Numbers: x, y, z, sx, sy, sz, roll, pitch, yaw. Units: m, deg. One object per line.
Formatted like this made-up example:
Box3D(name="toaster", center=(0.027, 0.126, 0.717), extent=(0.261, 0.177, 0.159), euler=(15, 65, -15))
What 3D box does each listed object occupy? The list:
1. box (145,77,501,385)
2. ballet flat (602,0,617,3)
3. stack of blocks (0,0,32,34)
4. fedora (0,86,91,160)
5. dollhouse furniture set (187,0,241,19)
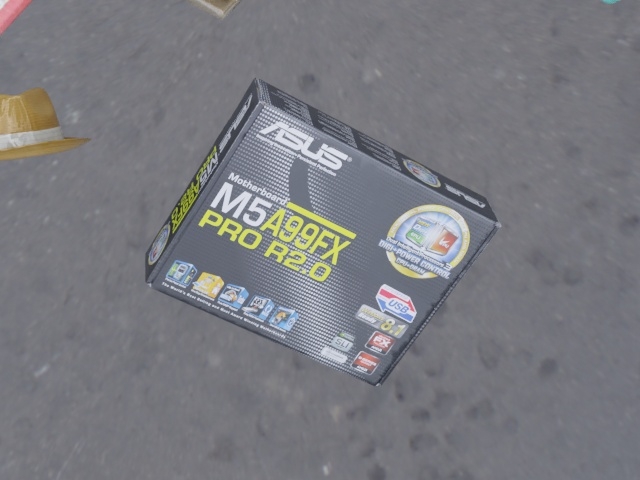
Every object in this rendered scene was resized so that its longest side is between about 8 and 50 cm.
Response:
Box3D(name="box", center=(0.000, 0.000, 1.195), extent=(0.270, 0.060, 0.216), euler=(26, 113, -22))
Box3D(name="ballet flat", center=(0.206, -0.302, 1.212), extent=(0.247, 0.083, 0.087), euler=(28, 129, -9))
Box3D(name="stack of blocks", center=(-0.192, -0.128, 0.236), extent=(0.171, 0.087, 0.297), euler=(-46, 131, 0))
Box3D(name="fedora", center=(-0.369, -0.139, 1.498), extent=(0.194, 0.194, 0.079), euler=(-7, 99, 0))
Box3D(name="dollhouse furniture set", center=(-0.124, -0.375, 1.178), extent=(0.242, 0.161, 0.212), euler=(30, 136, 6))
